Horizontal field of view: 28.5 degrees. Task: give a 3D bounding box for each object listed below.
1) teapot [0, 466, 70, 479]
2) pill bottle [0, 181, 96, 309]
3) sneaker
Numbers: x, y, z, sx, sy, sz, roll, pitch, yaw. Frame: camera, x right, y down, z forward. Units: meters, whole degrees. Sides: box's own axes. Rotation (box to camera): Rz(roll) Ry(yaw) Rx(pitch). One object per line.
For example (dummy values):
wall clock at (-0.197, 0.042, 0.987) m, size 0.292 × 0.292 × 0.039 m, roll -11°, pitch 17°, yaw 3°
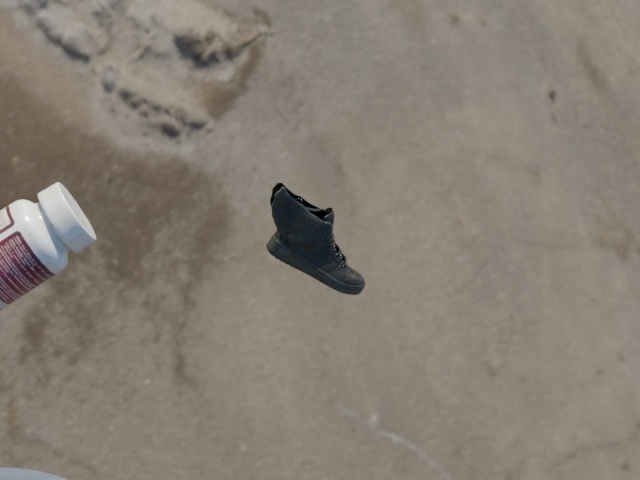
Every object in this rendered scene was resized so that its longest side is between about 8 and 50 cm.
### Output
teapot at (-0.213, 0.272, 0.756) m, size 0.252 × 0.187 × 0.256 m, roll -15°, pitch 67°, yaw -50°
pill bottle at (-0.439, 0.018, 1.795) m, size 0.121 × 0.221 × 0.121 m, roll 57°, pitch -2°, yaw 3°
sneaker at (0.000, -0.001, 1.589) m, size 0.170 × 0.089 × 0.051 m, roll 26°, pitch 18°, yaw -17°
